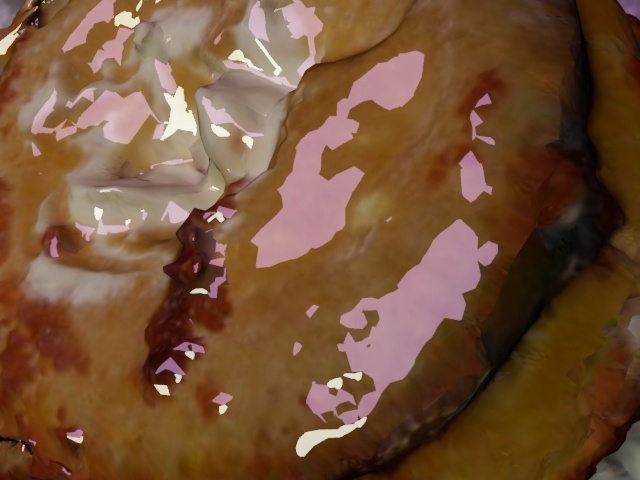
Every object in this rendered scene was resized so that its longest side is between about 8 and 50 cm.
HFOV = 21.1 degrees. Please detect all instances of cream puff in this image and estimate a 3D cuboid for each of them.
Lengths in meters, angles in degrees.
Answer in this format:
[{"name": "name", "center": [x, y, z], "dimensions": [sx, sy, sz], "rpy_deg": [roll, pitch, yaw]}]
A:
[{"name": "cream puff", "center": [0.000, -0.001, 0.534], "dimensions": [0.240, 0.164, 0.240], "rpy_deg": [-16, 53, 22]}]
